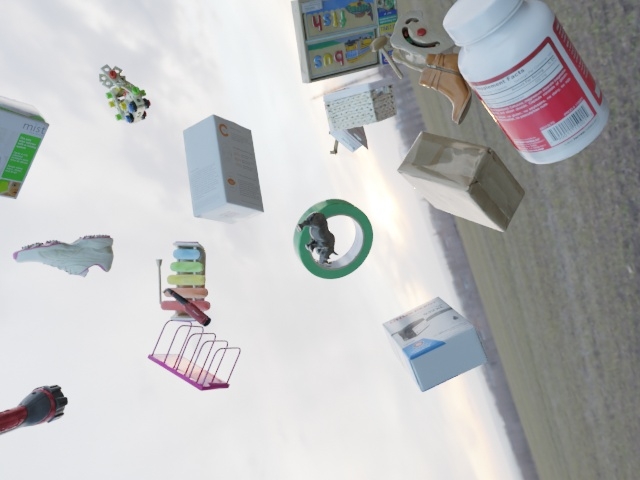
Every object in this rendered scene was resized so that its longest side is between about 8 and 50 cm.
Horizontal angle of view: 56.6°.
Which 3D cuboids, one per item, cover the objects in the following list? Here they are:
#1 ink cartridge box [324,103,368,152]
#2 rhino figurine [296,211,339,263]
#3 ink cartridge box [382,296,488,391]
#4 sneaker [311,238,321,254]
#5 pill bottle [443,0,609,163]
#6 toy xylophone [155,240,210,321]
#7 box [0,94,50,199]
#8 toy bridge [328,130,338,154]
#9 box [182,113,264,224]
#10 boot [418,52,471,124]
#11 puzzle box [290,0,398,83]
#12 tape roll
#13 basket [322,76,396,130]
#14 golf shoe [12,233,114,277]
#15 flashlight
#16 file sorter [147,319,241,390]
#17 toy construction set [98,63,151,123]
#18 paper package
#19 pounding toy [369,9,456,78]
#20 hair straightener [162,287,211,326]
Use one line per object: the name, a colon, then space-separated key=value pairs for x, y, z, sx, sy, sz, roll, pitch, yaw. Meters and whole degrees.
ink cartridge box: x=0.081 y=-0.360 z=1.874 sx=0.115 sy=0.067 sz=0.198 roll=33 pitch=-146 yaw=-38
rhino figurine: x=0.000 y=0.000 z=2.109 sx=0.073 sy=0.106 sz=0.243 roll=45 pitch=165 yaw=51
ink cartridge box: x=0.348 y=0.315 z=1.867 sx=0.307 sy=0.223 sz=0.129 roll=-128 pitch=13 yaw=-76
sneaker: x=-0.011 y=0.018 z=2.477 sx=0.031 sy=0.035 sz=0.083 roll=-21 pitch=-97 yaw=-59
pill bottle: x=0.465 y=-0.389 z=1.360 sx=0.407 sy=0.229 sz=0.229 roll=44 pitch=-158 yaw=-25
toy xylophone: x=-0.551 y=0.164 z=2.352 sx=0.081 sy=0.236 sz=0.323 roll=18 pitch=-116 yaw=-79
box: x=-0.850 y=-0.250 z=1.457 sx=0.126 sy=0.231 sz=0.262 roll=41 pitch=-164 yaw=33
toy bridge: x=0.059 y=-0.447 z=2.456 sx=0.063 sy=0.026 sz=0.188 roll=-27 pitch=-62 yaw=-56
box: x=-0.360 y=-0.256 z=2.203 sx=0.215 sy=0.168 sz=0.346 roll=13 pitch=-117 yaw=-55
boot: x=0.343 y=-0.419 z=1.632 sx=0.073 sy=0.152 sz=0.197 roll=49 pitch=-123 yaw=-72
puzzle box: x=0.099 y=-0.715 z=2.049 sx=0.052 sy=0.408 sz=0.272 roll=28 pitch=134 yaw=53
tape roll: x=0.052 y=-0.004 z=2.369 sx=0.077 sy=0.321 sz=0.321 roll=43 pitch=161 yaw=59
basket: x=0.107 y=-0.360 z=1.574 sx=0.113 sy=0.167 sz=0.103 roll=-29 pitch=-69 yaw=-42
golf shoe: x=-0.822 y=0.060 z=1.921 sx=0.115 sy=0.306 sz=0.140 roll=-169 pitch=73 yaw=-68
flashlight: x=-0.778 y=0.441 z=1.493 sx=0.304 sy=0.103 sz=0.103 roll=6 pitch=-100 yaw=-73
file sorter: x=-0.499 y=0.455 z=2.399 sx=0.182 sy=0.290 sz=0.202 roll=-67 pitch=-25 yaw=0
toy construction set: x=-0.807 y=-0.601 z=2.459 sx=0.215 sy=0.151 sz=0.327 roll=62 pitch=166 yaw=2
paper package: x=0.475 y=-0.199 z=2.006 sx=0.309 sy=0.168 sz=0.324 roll=36 pitch=174 yaw=-41
pounding toy: x=0.303 y=-0.607 z=1.873 sx=0.269 sy=0.154 sz=0.155 roll=33 pitch=165 yaw=25
hair straightener: x=-0.494 y=0.247 z=2.198 sx=0.230 sy=0.047 sz=0.089 roll=30 pitch=167 yaw=20
